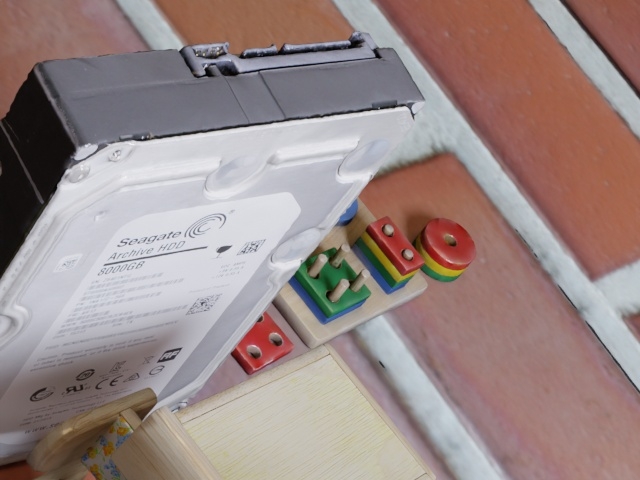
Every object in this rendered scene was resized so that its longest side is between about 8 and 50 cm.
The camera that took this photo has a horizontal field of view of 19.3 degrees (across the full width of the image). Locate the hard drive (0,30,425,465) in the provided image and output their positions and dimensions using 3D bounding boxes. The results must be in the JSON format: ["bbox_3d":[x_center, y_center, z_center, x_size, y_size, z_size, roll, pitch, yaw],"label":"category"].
[{"bbox_3d":[-0.115,0.018,1.069,0.237,0.339,0.064,-10,60,-41],"label":"hard drive"}]

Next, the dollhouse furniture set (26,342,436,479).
[{"bbox_3d":[-0.079,0.182,1.017,0.212,0.242,0.161,50,30,12],"label":"dollhouse furniture set"}]

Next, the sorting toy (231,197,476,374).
[{"bbox_3d":[0.000,0.000,1.386,0.274,0.046,0.132,-23,69,-44],"label":"sorting toy"}]
